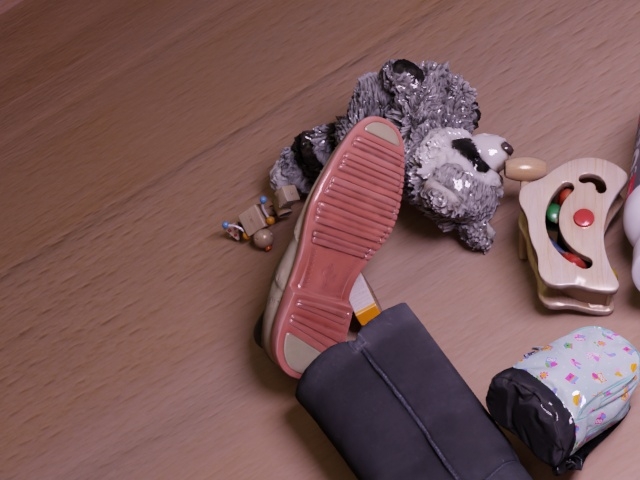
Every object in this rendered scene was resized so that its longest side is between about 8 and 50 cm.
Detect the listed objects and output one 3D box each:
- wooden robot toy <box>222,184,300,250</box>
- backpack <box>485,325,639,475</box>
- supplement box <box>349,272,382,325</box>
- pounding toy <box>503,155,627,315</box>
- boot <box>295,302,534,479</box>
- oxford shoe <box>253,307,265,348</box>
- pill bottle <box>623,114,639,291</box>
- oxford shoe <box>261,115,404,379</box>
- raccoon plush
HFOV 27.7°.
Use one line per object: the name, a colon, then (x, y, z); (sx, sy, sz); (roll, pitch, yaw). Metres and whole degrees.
wooden robot toy: (-0.089, -0.023, 2.177); (0.173, 0.076, 0.079); (-31, 74, 33)
backpack: (0.316, 0.188, 1.613); (0.182, 0.115, 0.152); (-22, 51, -31)
supplement box: (0.066, 0.093, 1.946); (0.036, 0.062, 0.098); (-29, 40, 4)
pounding toy: (0.361, -0.011, 1.839); (0.154, 0.155, 0.270); (-11, 60, 1)
boot: (0.066, 0.307, 1.643); (0.367, 0.146, 0.445); (-24, 43, -10)
oxford shoe: (-0.027, 0.088, 2.023); (0.212, 0.076, 0.076); (-46, 11, -13)
pill bottle: (0.503, -0.068, 1.747); (0.176, 0.176, 0.318); (-5, 45, 28)
oxford shoe: (0.000, 0.000, 1.912); (0.146, 0.140, 0.397); (16, 82, 63)
raccoon plush: (0.117, -0.074, 2.062); (0.446, 0.216, 0.299); (-39, 44, 42)
